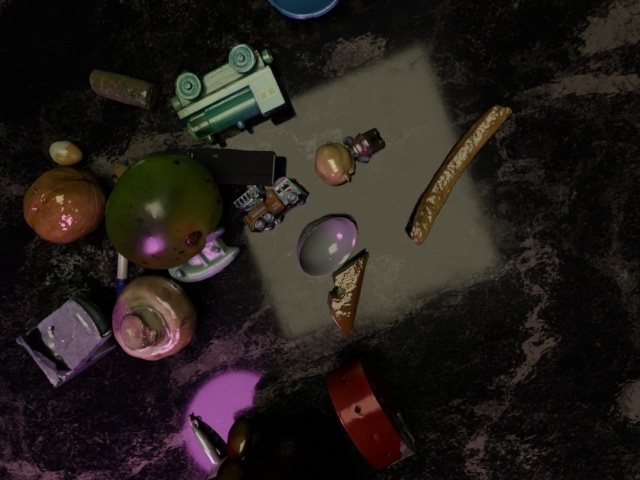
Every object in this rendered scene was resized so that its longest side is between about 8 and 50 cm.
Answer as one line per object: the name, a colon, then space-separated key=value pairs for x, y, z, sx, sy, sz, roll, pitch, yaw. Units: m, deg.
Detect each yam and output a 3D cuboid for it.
yam: x=-0.541 y=-0.418 z=1.158 sx=0.180 sy=0.078 sz=0.078 roll=15 pitch=98 yaw=4

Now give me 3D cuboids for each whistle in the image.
whistle: x=-0.689 y=0.274 z=1.138 sx=0.188 sy=0.405 sz=0.168 roll=-37 pitch=91 yaw=-33

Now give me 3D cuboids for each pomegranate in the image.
pomegranate: x=-0.437 y=-0.102 z=1.068 sx=0.359 sy=0.216 sz=0.309 roll=39 pitch=99 yaw=22

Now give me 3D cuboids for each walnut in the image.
walnut: x=-0.707 y=-0.096 z=1.158 sx=0.222 sy=0.195 sz=0.195 roll=-34 pitch=92 yaw=10

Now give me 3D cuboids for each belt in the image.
belt: x=0.141 y=0.457 z=1.110 sx=0.115 sy=0.227 sz=0.323 roll=-29 pitch=112 yaw=9

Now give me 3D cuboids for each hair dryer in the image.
hair dryer: x=-0.307 y=0.604 z=1.263 sx=0.237 sy=0.075 sz=0.206 roll=43 pitch=92 yaw=8

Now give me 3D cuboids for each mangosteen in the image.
mangosteen: x=-0.112 y=0.666 z=1.099 sx=0.436 sy=0.382 sz=0.381 roll=15 pitch=98 yaw=20

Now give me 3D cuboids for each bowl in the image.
bowl: x=0.000 y=0.000 z=1.125 sx=0.189 sy=0.189 sz=0.086 roll=-55 pitch=48 yaw=9

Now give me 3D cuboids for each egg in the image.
egg: x=-0.727 y=-0.250 z=1.199 sx=0.084 sy=0.071 sz=0.071 roll=4 pitch=97 yaw=2

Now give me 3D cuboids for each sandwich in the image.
sandwich: x=0.067 y=0.146 z=1.148 sx=0.089 sy=0.090 sz=0.244 roll=12 pitch=97 yaw=2

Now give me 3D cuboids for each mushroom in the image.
mushroom: x=-0.466 y=0.213 z=1.170 sx=0.255 sy=0.184 sz=0.254 roll=3 pitch=99 yaw=20

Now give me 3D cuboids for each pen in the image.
pen: x=-0.583 y=0.039 z=1.234 sx=0.033 sy=0.033 sz=0.268 roll=6 pitch=97 yaw=5

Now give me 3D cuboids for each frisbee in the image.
frisbee: x=-0.039 y=-0.698 z=1.088 sx=0.243 sy=0.045 sz=0.241 roll=1 pitch=95 yaw=6

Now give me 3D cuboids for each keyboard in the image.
keyboard: x=-0.299 y=-0.205 z=1.160 sx=0.382 sy=0.041 sz=0.103 roll=6 pitch=96 yaw=14

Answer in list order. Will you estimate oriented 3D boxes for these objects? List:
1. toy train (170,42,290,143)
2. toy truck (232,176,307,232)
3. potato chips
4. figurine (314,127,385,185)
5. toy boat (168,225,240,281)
toy train: x=-0.240 y=-0.381 z=1.112 sx=0.298 sy=0.120 sz=0.194 roll=-23 pitch=98 yaw=8
toy truck: x=-0.135 y=-0.110 z=1.150 sx=0.178 sy=0.080 sz=0.115 roll=-36 pitch=82 yaw=10
potato chips: x=0.344 y=-0.174 z=1.092 sx=0.057 sy=0.080 sz=0.406 roll=31 pitch=97 yaw=-15
figurine: x=0.074 y=-0.230 z=1.112 sx=0.196 sy=0.108 sz=0.114 roll=-35 pitch=102 yaw=-9
toy boat: x=-0.334 y=0.047 z=1.169 sx=0.208 sy=0.078 sz=0.134 roll=-27 pitch=117 yaw=6
